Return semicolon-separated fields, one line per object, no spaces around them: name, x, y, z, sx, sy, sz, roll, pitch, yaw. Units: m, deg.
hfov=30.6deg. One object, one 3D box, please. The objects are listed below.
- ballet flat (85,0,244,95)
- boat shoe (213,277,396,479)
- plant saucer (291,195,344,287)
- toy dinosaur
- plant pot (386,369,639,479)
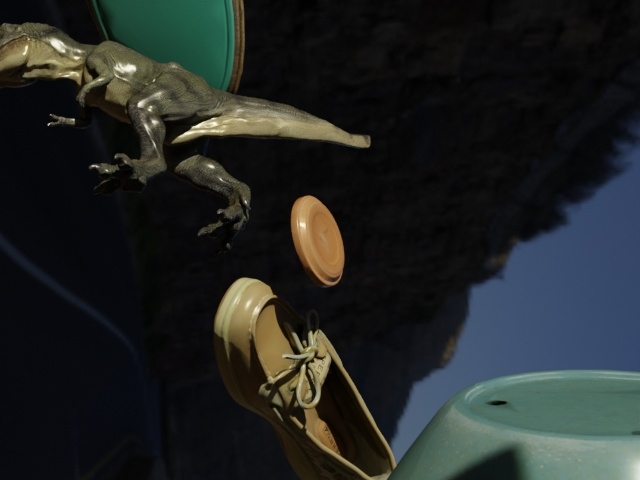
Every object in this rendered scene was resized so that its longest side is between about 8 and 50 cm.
ballet flat;-0.140;-0.253;0.835;0.124;0.116;0.342;-96;163;-60
boat shoe;-0.008;0.140;1.102;0.104;0.089;0.285;-62;140;-29
plant saucer;0.000;0.000;1.038;0.083;0.013;0.083;45;36;-47
toy dinosaur;-0.085;-0.063;0.713;0.064;0.268;0.118;126;-28;-46
plant pot;0.127;0.168;0.539;0.290;0.290;0.195;-126;-147;-83
